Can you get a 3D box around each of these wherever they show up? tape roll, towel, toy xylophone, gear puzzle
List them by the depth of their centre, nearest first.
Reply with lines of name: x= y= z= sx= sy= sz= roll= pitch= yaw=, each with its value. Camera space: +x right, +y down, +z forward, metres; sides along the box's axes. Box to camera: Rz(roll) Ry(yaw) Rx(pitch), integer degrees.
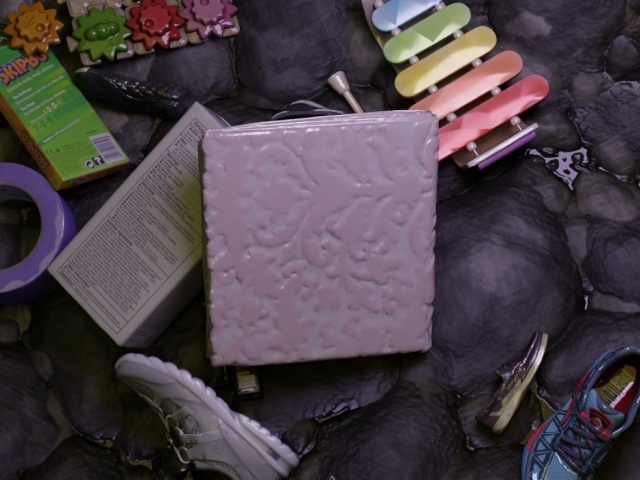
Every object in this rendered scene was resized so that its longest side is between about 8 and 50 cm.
towel: x=0.000 y=0.000 z=1.799 sx=0.316 sy=0.053 sz=0.332 roll=-4 pitch=108 yaw=-13
tape roll: x=-0.443 y=-0.009 z=1.935 sx=0.189 sy=0.080 sz=0.189 roll=-1 pitch=76 yaw=4
toy xylophone: x=0.157 y=-0.223 z=1.945 sx=0.236 sy=0.081 sz=0.323 roll=-38 pitch=75 yaw=-5
gear puzzle: x=-0.297 y=-0.349 z=2.005 sx=0.338 sy=0.044 sz=0.176 roll=-14 pitch=74 yaw=-9

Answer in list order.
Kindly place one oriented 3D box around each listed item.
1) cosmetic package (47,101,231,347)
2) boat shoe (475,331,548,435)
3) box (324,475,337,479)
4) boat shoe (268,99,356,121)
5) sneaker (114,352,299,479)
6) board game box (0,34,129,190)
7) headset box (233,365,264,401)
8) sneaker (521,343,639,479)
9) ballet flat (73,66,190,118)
cosmetic package: x=-0.203 y=-0.017 z=1.868 sx=0.309 sy=0.113 sz=0.160 roll=-46 pitch=75 yaw=5
boat shoe: x=0.257 y=0.185 z=1.843 sx=0.049 sy=0.056 sz=0.152 roll=27 pitch=79 yaw=5
box: x=0.039 y=0.449 z=1.746 sx=0.163 sy=0.142 sz=0.247 roll=-40 pitch=75 yaw=-5
boat shoe: x=0.038 y=-0.137 z=1.905 sx=0.233 sy=0.079 sz=0.084 roll=17 pitch=106 yaw=22
sneaker: x=-0.169 y=0.252 z=1.832 sx=0.281 sy=0.105 sz=0.115 roll=34 pitch=80 yaw=11
board game box: x=-0.394 y=-0.191 z=1.967 sx=0.124 sy=0.039 sz=0.259 roll=-22 pitch=72 yaw=-45
headset box: x=-0.100 y=0.172 z=1.870 sx=0.032 sy=0.062 sz=0.083 roll=-10 pitch=76 yaw=1
sneaker: x=0.345 y=0.236 z=1.786 sx=0.104 sy=0.125 sz=0.262 roll=31 pitch=80 yaw=12
ballet flat: x=-0.274 y=-0.218 z=1.997 sx=0.173 sy=0.057 sz=0.049 roll=16 pitch=50 yaw=1
